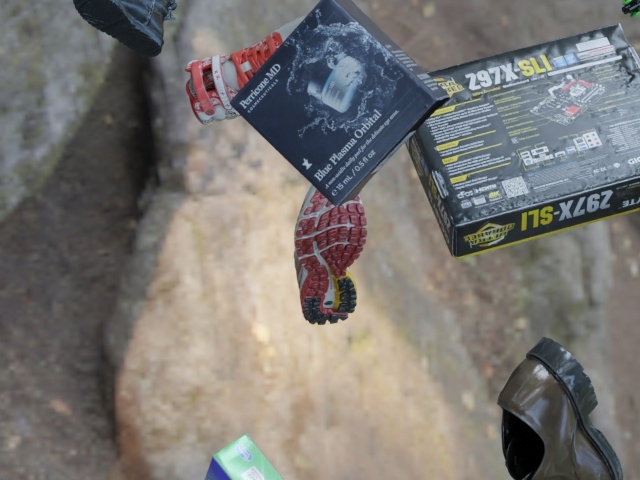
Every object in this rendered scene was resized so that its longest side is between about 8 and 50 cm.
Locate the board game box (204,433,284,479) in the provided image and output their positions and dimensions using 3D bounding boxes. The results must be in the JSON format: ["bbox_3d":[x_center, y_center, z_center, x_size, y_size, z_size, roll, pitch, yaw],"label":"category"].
[{"bbox_3d":[-0.009,0.361,1.543,0.046,0.213,0.317,-30,68,-28],"label":"board game box"}]

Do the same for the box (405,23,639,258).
[{"bbox_3d":[0.282,-0.132,2.059,0.079,0.322,0.257,83,-10,-52],"label":"box"}]

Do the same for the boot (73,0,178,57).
[{"bbox_3d":[-0.195,-0.252,1.617,0.121,0.045,0.099,35,48,-37],"label":"boot"}]

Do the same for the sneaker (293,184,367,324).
[{"bbox_3d":[0.000,0.000,1.925,0.225,0.088,0.093,98,-18,-46],"label":"sneaker"}]

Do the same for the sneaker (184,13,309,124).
[{"bbox_3d":[-0.082,-0.204,1.973,0.145,0.270,0.090,-11,84,-19],"label":"sneaker"}]

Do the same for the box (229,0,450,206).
[{"bbox_3d":[0.020,-0.145,1.648,0.158,0.156,0.093,44,14,4],"label":"box"}]

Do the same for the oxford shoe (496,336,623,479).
[{"bbox_3d":[0.204,0.188,1.426,0.096,0.083,0.227,-42,130,-15],"label":"oxford shoe"}]

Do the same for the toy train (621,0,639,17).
[{"bbox_3d":[0.267,-0.196,1.219,0.017,0.083,0.024,55,29,-15],"label":"toy train"}]
